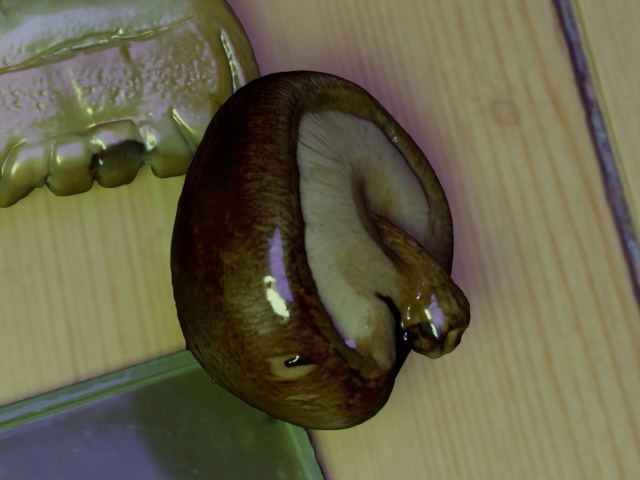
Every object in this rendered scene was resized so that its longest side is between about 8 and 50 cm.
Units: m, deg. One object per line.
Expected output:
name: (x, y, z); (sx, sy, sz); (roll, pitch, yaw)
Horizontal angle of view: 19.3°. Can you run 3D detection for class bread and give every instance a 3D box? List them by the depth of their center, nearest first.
bread: (-0.146, -0.093, 1.155); (0.225, 0.081, 0.134); (-9, 87, -18)

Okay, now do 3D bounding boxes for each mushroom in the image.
mushroom: (-0.011, 0.008, 1.106); (0.194, 0.138, 0.231); (51, 31, -1)

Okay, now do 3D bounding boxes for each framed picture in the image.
framed picture: (-0.085, 0.235, 1.079); (0.247, 0.022, 0.335); (-17, 75, -20)
